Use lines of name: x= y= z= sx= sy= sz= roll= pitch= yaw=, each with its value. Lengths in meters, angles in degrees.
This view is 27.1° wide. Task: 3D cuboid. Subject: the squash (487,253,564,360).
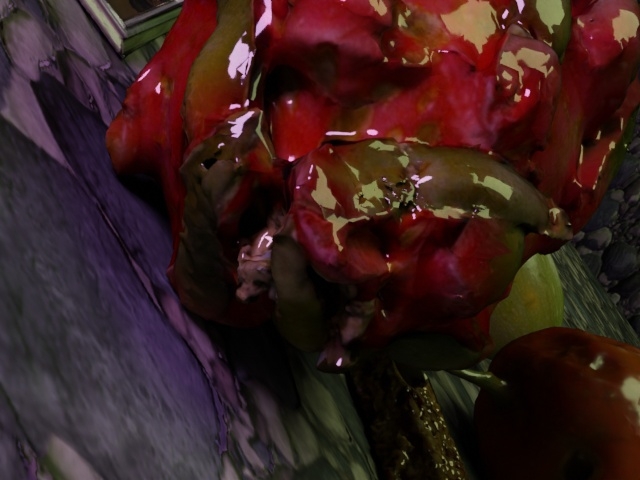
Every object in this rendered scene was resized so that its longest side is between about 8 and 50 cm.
squash: x=0.140 y=0.023 z=1.123 sx=0.186 sy=0.123 sz=0.123 roll=55 pitch=12 yaw=-2

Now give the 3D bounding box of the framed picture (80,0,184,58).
framed picture: x=-0.170 y=-0.229 z=0.812 sx=0.252 sy=0.014 sz=0.197 roll=55 pitch=13 yaw=-9

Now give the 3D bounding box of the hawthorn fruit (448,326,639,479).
hawthorn fruit: x=0.138 y=0.117 z=0.932 sx=0.285 sy=0.165 sz=0.165 roll=25 pitch=24 yaw=-20

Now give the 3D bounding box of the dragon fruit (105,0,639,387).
dragon fruit: x=0.026 y=-0.064 z=0.639 sx=0.231 sy=0.237 sz=0.302 roll=38 pitch=36 yaw=3

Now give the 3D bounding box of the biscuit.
biscuit: x=0.055 y=0.117 z=0.751 sx=0.064 sy=0.034 sz=0.199 roll=46 pitch=15 yaw=-40
